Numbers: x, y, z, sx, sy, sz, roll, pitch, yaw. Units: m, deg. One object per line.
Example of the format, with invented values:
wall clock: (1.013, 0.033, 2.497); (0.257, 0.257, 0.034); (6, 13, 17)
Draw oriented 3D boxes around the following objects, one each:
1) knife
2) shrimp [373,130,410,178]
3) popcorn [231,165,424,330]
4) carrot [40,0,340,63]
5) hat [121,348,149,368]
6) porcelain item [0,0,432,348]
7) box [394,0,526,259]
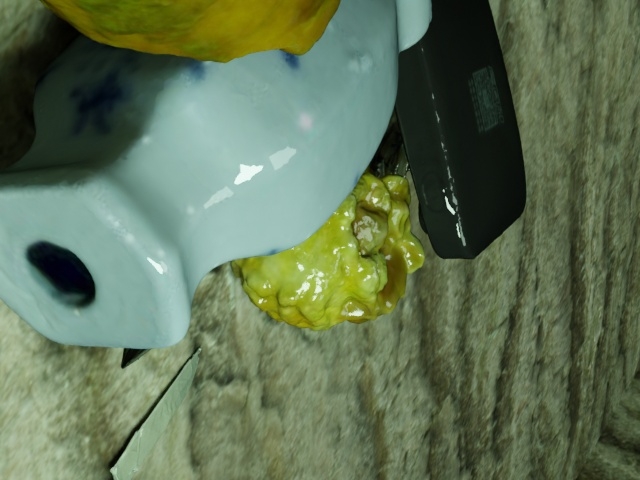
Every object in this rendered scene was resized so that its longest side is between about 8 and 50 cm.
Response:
knife: (-0.187, 0.219, 1.500); (0.298, 0.017, 0.047); (-54, 146, -28)
shrimp: (0.043, -0.024, 1.749); (0.219, 0.046, 0.152); (-69, 159, 1)
popcorn: (0.004, -0.001, 1.559); (0.197, 0.155, 0.198); (-27, 128, -40)
carrot: (-0.125, -0.266, 0.961); (0.241, 0.241, 0.340); (-65, 153, -8)
hat: (-0.158, 0.050, 1.368); (0.050, 0.121, 0.121); (24, 88, -27)
porcelain item: (-0.077, -0.099, 1.202); (0.405, 0.242, 0.178); (-50, 125, -39)
box: (0.138, -0.139, 1.657); (0.289, 0.073, 0.290); (-33, 111, -68)
